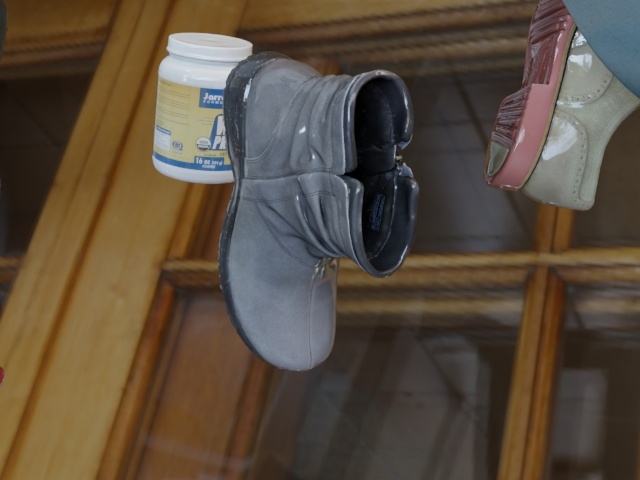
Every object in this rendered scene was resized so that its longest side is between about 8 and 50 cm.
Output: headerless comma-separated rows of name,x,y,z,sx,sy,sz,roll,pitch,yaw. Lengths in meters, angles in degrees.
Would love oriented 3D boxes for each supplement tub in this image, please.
supplement tub,-0.169,-0.195,1.784,0.144,0.144,0.200,9,108,8

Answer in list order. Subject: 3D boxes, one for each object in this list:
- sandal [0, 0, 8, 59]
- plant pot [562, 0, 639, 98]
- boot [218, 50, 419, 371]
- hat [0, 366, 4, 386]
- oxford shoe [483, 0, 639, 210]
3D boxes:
sandal,-0.431,-0.125,1.294,0.167,0.446,0.107,-24,140,19
plant pot,0.379,-0.217,1.086,0.252,0.247,0.247,60,172,-30
boot,0.000,0.000,1.122,0.222,0.118,0.338,27,131,53
hat,-0.361,0.261,1.234,0.173,0.209,0.183,24,-171,26
oxford shoe,0.290,-0.199,1.292,0.130,0.348,0.123,22,-179,-9
